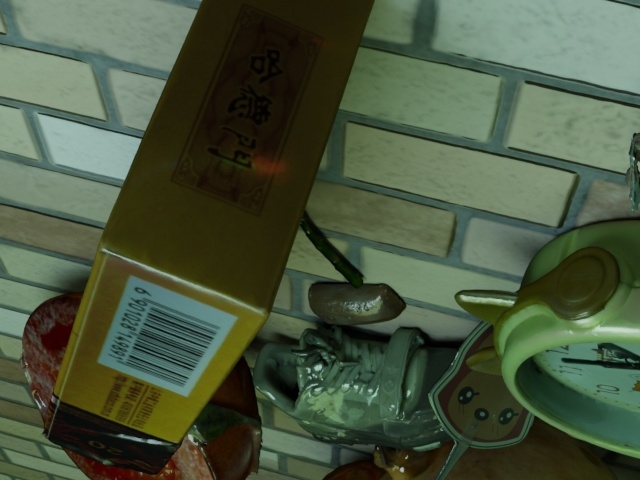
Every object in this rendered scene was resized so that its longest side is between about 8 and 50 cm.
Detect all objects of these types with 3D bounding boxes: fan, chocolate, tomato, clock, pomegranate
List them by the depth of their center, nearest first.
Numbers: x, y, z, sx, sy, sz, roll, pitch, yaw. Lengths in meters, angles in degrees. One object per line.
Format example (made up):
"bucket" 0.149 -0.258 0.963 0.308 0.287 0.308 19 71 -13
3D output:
"clock" 0.292 0.089 1.003 0.348 0.117 0.286 9 152 16
"fan" 0.153 0.177 1.168 0.132 0.220 0.009 30 -176 -28
"chocolate" 0.035 0.071 1.208 0.100 0.031 0.064 0 153 27
"pomegranate" 0.181 0.333 1.334 0.338 0.338 0.338 13 152 7
"tomato" -0.186 0.165 1.367 0.309 0.170 0.309 22 126 33

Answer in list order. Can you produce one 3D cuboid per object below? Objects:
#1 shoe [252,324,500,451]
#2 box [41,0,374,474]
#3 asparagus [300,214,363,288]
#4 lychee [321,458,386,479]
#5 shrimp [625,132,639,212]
"shoe" 0.040 0.146 1.257 0.149 0.109 0.293 35 148 -30
"box" -0.101 0.001 0.909 0.115 0.264 0.415 21 150 -8
"asparagus" 0.000 0.000 1.115 0.016 0.016 0.163 29 166 42
"lychee" 0.068 0.417 1.589 0.255 0.300 0.255 44 147 40
"shrimp" 0.245 -0.055 0.809 0.074 0.073 0.190 3 153 0
